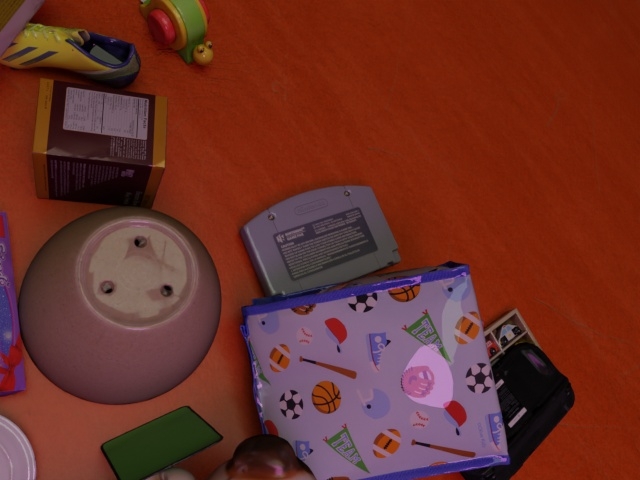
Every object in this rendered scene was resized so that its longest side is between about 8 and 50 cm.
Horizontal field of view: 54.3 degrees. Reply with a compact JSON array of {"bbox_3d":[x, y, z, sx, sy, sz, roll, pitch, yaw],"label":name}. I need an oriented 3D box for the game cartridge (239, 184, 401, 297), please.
[{"bbox_3d":[0.000,0.000,1.226,0.297,0.062,0.198,-19,76,-27],"label":"game cartridge"}]

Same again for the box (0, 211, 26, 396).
[{"bbox_3d":[-0.544,0.087,0.903,0.201,0.057,0.293,15,59,-62],"label":"box"}]

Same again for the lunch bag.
[{"bbox_3d":[0.078,0.224,1.053,0.386,0.239,0.327,-13,87,2],"label":"lunch bag"}]

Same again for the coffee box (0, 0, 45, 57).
[{"bbox_3d":[-0.650,-0.461,0.911,0.338,0.334,0.338,21,65,3],"label":"coffee box"}]

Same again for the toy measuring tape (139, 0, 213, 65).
[{"bbox_3d":[-0.316,-0.486,1.225,0.121,0.121,0.330,-38,89,-28],"label":"toy measuring tape"}]

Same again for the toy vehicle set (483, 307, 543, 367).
[{"bbox_3d":[0.354,0.277,1.287,0.267,0.035,0.166,-29,86,-28],"label":"toy vehicle set"}]

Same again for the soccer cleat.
[{"bbox_3d":[-0.468,-0.352,1.111,0.289,0.121,0.093,10,69,-19],"label":"soccer cleat"}]

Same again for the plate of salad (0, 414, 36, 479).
[{"bbox_3d":[-0.515,0.343,0.897,0.200,0.048,0.199,3,80,-14],"label":"plate of salad"}]

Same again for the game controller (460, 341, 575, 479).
[{"bbox_3d":[0.369,0.339,1.227,0.319,0.067,0.166,-34,73,-29],"label":"game controller"}]

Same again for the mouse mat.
[{"bbox_3d":[-0.245,0.307,0.947,0.153,0.190,0.007,-20,100,-27],"label":"mouse mat"}]

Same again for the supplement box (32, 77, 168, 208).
[{"bbox_3d":[-0.367,-0.153,1.045,0.194,0.191,0.129,5,71,-21],"label":"supplement box"}]

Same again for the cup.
[{"bbox_3d":[-0.294,0.078,0.973,0.331,0.237,0.330,8,69,-21],"label":"cup"}]

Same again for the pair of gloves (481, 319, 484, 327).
[{"bbox_3d":[0.253,0.194,1.252,0.159,0.023,0.198,19,57,-1],"label":"pair of gloves"}]

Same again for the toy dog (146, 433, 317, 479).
[{"bbox_3d":[-0.181,0.421,0.827,0.408,0.395,0.284,-23,73,-19],"label":"toy dog"}]
